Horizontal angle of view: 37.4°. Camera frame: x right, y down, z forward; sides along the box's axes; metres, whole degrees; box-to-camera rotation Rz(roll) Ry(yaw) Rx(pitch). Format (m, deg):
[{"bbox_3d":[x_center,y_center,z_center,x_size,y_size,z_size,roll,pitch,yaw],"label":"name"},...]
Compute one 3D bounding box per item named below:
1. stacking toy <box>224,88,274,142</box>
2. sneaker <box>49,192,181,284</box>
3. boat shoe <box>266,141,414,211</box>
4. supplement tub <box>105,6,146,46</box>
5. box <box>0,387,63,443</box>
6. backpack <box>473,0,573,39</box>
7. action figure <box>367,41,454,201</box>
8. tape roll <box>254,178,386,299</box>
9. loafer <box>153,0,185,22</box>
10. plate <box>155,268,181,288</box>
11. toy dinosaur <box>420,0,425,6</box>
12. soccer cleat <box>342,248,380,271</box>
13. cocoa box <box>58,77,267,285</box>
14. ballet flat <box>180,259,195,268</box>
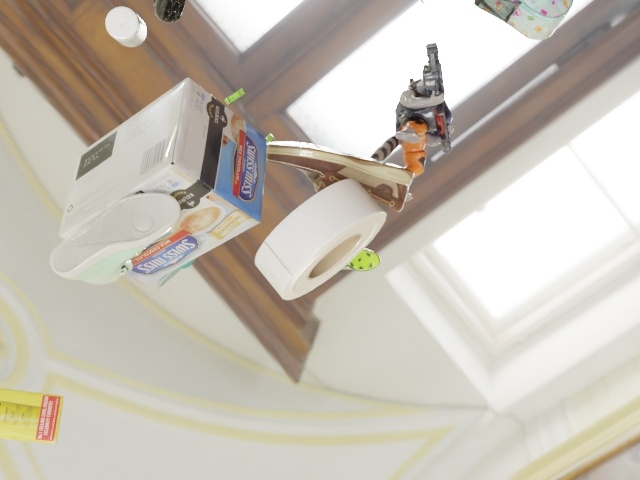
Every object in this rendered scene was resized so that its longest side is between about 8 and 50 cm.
[{"bbox_3d":[-0.258,-0.284,2.575,0.167,0.221,0.052,55,178,-11],"label":"stacking toy"},{"bbox_3d":[-0.355,-0.002,1.743,0.094,0.256,0.151,66,-173,17],"label":"sneaker"},{"bbox_3d":[0.035,-0.137,2.110,0.342,0.123,0.123,12,-171,-14],"label":"boat shoe"},{"bbox_3d":[-0.406,-0.447,1.980,0.071,0.071,0.107,52,-178,-2],"label":"supplement tub"},{"bbox_3d":[-0.552,0.286,1.574,0.232,0.058,0.087,11,-103,-15],"label":"box"},{"bbox_3d":[0.456,-0.535,2.056,0.188,0.144,0.166,41,-128,0],"label":"backpack"},{"bbox_3d":[0.225,-0.314,2.337,0.330,0.179,0.341,-70,-25,-46],"label":"action figure"},{"bbox_3d":[0.000,0.000,1.992,0.100,0.286,0.286,51,-163,13],"label":"tape roll"},{"bbox_3d":[-0.320,-0.597,2.112,0.076,0.223,0.078,1,-145,-44],"label":"loafer"},{"bbox_3d":[-0.369,0.057,2.478,0.024,0.188,0.188,47,-162,-1],"label":"plate"},{"bbox_3d":[0.179,-0.545,1.704,0.064,0.211,0.112,8,-156,-31],"label":"toy dinosaur"},{"bbox_3d":[0.080,0.046,2.381,0.072,0.179,0.060,-19,-78,-54],"label":"soccer cleat"},{"bbox_3d":[-0.305,-0.106,1.866,0.228,0.347,0.231,36,-138,-36],"label":"cocoa box"},{"bbox_3d":[-0.342,-0.054,2.234,0.087,0.083,0.247,-117,16,-59],"label":"ballet flat"}]
